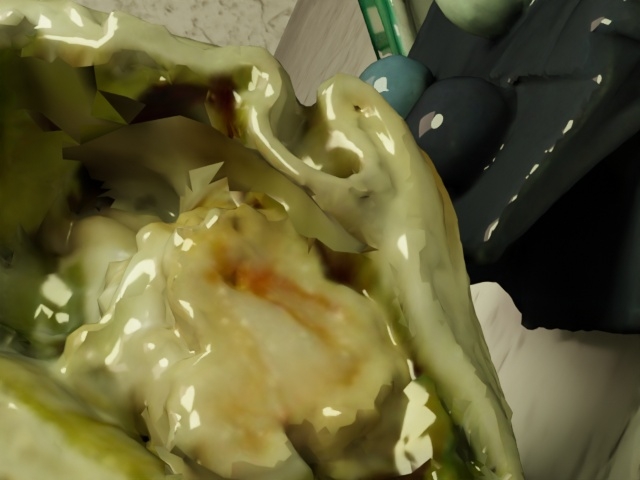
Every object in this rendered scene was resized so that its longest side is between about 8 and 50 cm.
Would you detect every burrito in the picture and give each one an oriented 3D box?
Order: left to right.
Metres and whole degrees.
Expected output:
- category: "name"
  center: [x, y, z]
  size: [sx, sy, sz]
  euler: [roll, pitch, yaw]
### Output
- category: "burrito"
  center: [-0.033, 0.051, 0.516]
  size: [0.332, 0.190, 0.135]
  euler: [103, -167, -77]

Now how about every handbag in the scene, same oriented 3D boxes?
- category: "handbag"
  center: [0.108, -0.134, 0.545]
  size: [0.269, 0.118, 0.326]
  euler: [179, 115, -82]

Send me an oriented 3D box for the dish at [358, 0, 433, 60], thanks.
- category: "dish"
  center: [0.051, -0.149, 0.889]
  size: [0.078, 0.246, 0.224]
  euler: [-19, 10, 2]
